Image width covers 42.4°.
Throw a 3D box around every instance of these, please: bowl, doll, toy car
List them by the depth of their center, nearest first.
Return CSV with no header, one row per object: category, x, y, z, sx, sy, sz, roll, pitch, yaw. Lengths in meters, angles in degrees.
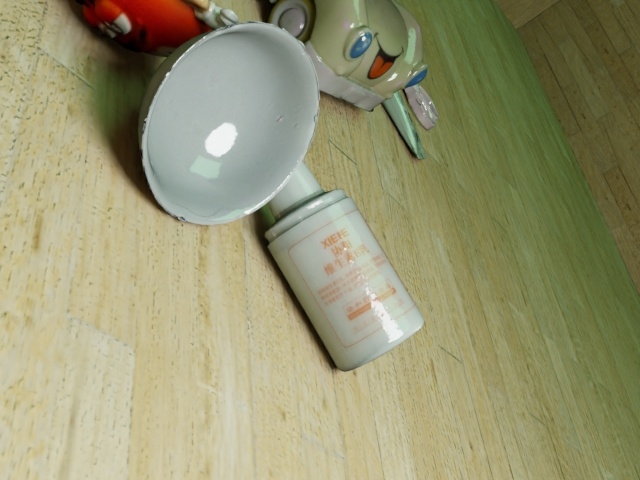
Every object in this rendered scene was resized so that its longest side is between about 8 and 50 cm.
bowl,-0.099,-0.114,0.740,0.086,0.189,0.189,33,6,38
doll,-0.141,-0.210,0.769,0.217,0.183,0.085,25,78,-43
toy car,0.038,-0.385,1.194,0.242,0.226,0.336,8,52,-60

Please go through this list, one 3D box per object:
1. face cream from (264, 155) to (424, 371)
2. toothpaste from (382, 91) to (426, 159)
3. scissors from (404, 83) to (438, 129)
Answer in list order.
face cream,0.000,0.000,0.824,0.252,0.101,0.101,60,24,3
toothpaste,0.126,-0.236,1.417,0.218,0.041,0.064,64,19,3
scissors,0.155,-0.325,1.578,0.242,0.030,0.118,56,23,-11
